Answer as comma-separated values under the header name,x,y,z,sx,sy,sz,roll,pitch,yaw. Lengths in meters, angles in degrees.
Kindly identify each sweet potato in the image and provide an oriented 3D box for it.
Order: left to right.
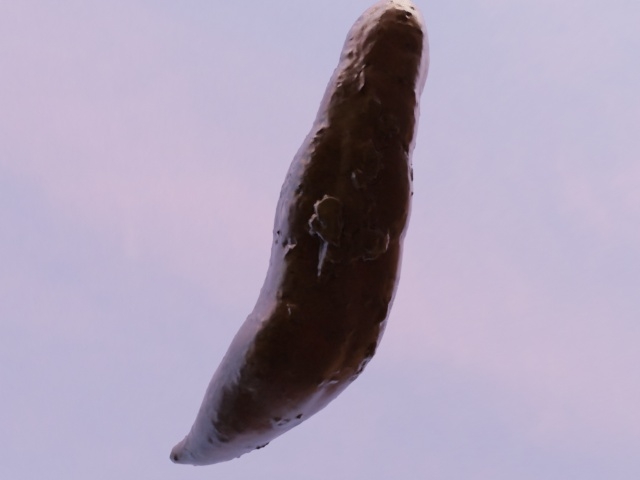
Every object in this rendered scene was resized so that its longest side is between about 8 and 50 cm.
name,x,y,z,sx,sy,sz,roll,pitch,yaw
sweet potato,0.010,0.008,0.984,0.106,0.095,0.354,24,-89,30
